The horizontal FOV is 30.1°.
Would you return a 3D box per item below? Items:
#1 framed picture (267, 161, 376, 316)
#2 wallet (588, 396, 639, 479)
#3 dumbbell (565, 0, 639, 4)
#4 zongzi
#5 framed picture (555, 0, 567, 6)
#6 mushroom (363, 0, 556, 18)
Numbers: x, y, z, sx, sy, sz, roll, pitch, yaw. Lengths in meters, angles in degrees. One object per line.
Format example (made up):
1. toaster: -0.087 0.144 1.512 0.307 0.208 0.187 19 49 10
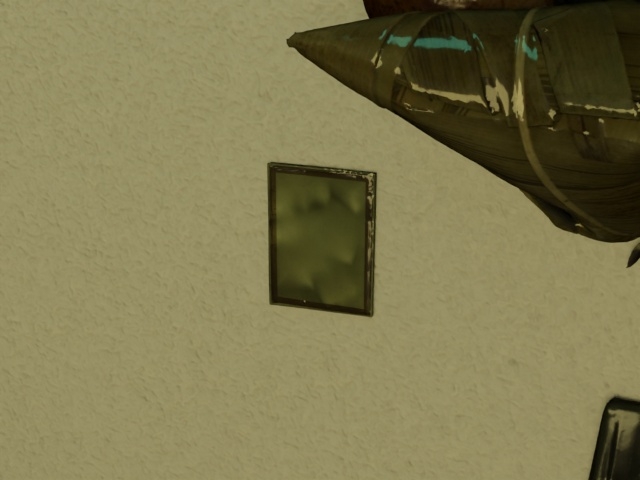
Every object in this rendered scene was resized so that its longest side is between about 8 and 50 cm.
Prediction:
1. framed picture: 0.000 0.000 1.792 0.173 0.010 0.231 7 110 17
2. wallet: 0.471 0.355 1.724 0.169 0.052 0.245 10 108 13
3. dumbbell: 0.327 -0.410 1.425 0.185 0.185 0.388 -28 96 25
4. zongzi: 0.245 -0.139 1.488 0.467 0.500 0.218 13 74 21
5. framed picture: 0.339 -0.403 1.534 0.184 0.016 0.249 -3 107 21
6. mushroom: 0.160 -0.324 1.513 0.195 0.263 0.283 -20 91 -19
